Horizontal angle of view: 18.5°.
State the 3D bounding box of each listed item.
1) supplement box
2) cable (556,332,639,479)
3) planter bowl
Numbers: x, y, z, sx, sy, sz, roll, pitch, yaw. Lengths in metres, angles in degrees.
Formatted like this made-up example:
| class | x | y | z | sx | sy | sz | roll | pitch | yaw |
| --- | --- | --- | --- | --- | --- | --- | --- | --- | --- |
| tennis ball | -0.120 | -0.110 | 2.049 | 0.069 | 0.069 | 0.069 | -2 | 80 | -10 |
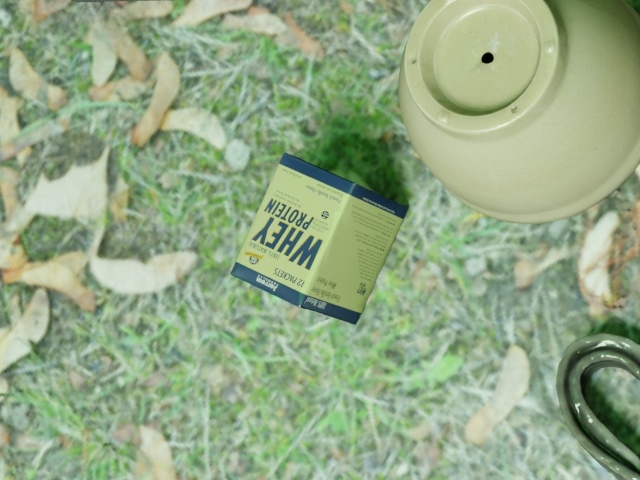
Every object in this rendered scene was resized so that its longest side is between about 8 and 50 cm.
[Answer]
| class | x | y | z | sx | sy | sz | roll | pitch | yaw |
| --- | --- | --- | --- | --- | --- | --- | --- | --- | --- |
| supplement box | 0.000 | 0.000 | 1.230 | 0.056 | 0.083 | 0.083 | 25 | 92 | 28 |
| cable | 0.217 | 0.176 | 1.099 | 0.139 | 0.072 | 0.287 | -18 | 72 | 15 |
| planter bowl | 0.113 | -0.099 | 1.183 | 0.162 | 0.109 | 0.162 | -6 | 77 | 25 |
